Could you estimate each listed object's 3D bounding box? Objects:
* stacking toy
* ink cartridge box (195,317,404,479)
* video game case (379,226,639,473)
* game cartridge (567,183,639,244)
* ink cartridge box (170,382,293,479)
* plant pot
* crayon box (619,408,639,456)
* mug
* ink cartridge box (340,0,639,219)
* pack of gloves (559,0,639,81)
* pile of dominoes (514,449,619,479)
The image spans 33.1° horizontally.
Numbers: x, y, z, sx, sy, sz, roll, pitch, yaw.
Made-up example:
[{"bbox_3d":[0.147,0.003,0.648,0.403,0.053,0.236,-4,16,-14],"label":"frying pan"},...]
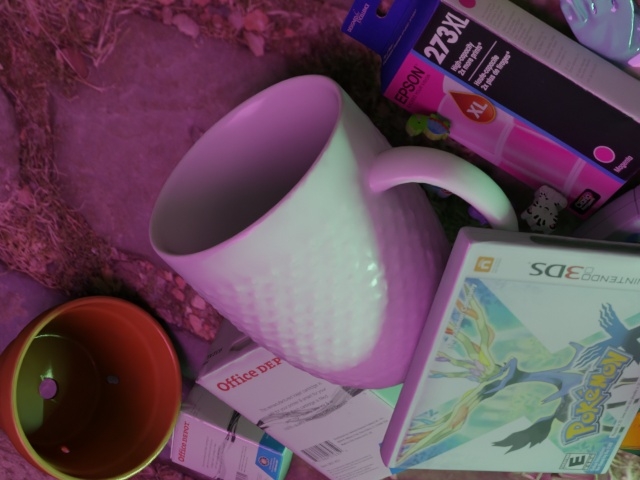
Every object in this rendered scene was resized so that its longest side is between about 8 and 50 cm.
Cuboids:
[{"bbox_3d":[0.171,-0.056,1.298,0.221,0.052,0.167,33,158,-2],"label":"stacking toy"},{"bbox_3d":[0.015,0.206,1.551,0.307,0.129,0.223,40,135,-21],"label":"ink cartridge box"},{"bbox_3d":[0.251,0.139,1.232,0.299,0.036,0.329,5,123,-17],"label":"video game case"},{"bbox_3d":[0.384,0.038,1.277,0.198,0.062,0.297,19,137,-21],"label":"game cartridge"},{"bbox_3d":[-0.144,0.336,1.793,0.190,0.082,0.140,22,132,10],"label":"ink cartridge box"},{"bbox_3d":[-0.397,0.238,1.722,0.203,0.291,0.291,-9,124,50],"label":"plant pot"},{"bbox_3d":[0.487,0.179,1.327,0.165,0.081,0.278,22,137,-19],"label":"crayon box"},{"bbox_3d":[0.046,0.004,1.243,0.374,0.276,0.328,-18,129,35],"label":"mug"},{"bbox_3d":[0.195,-0.178,1.204,0.371,0.069,0.176,33,146,0],"label":"ink cartridge box"},{"bbox_3d":[0.372,-0.228,1.122,0.195,0.046,0.232,-15,129,35],"label":"pack of gloves"},{"bbox_3d":[0.331,0.269,1.556,0.196,0.040,0.251,20,141,9],"label":"pile of dominoes"}]
